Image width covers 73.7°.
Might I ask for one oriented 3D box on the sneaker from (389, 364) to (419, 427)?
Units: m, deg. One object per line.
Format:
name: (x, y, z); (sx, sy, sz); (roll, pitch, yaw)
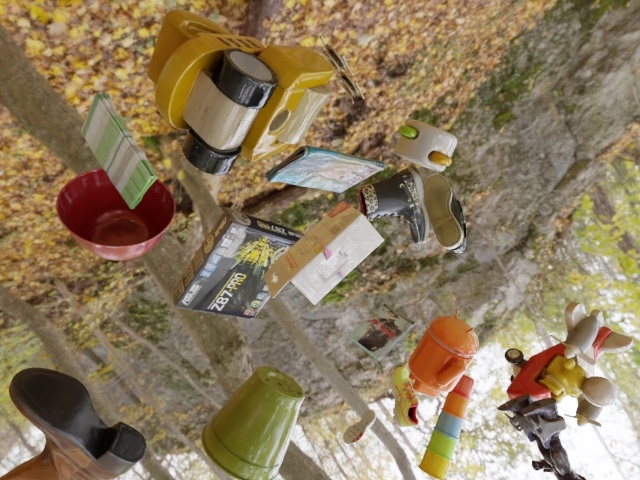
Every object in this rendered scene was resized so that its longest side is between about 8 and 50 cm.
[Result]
sneaker: (0.299, 0.534, 1.462); (0.081, 0.208, 0.094); (2, 169, -36)

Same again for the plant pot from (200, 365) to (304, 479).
plant pot: (-0.252, 0.739, 1.798); (0.353, 0.366, 0.366); (-61, -165, 1)

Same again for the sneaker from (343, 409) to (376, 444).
sneaker: (0.155, 0.713, 1.617); (0.158, 0.065, 0.061); (-40, -124, -8)

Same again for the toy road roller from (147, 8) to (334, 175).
toy road roller: (-0.156, -0.291, 0.791); (0.202, 0.240, 0.329); (-51, 169, 35)

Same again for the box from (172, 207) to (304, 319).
box: (-0.276, 0.096, 1.476); (0.395, 0.318, 0.097); (-51, -138, 22)

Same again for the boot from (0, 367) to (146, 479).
boot: (-0.499, 0.375, 0.771); (0.280, 0.264, 0.096); (-36, -153, 17)

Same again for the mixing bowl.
mixing bowl: (-0.352, -0.032, 0.751); (0.181, 0.181, 0.098); (-42, 165, -40)

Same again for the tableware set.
tableware set: (0.055, -0.494, 1.264); (0.039, 0.194, 0.128); (-40, -123, 5)

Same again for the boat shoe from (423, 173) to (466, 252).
boat shoe: (0.471, -0.097, 1.595); (0.127, 0.113, 0.340); (-32, -133, 24)

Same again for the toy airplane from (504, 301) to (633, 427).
toy airplane: (0.814, 0.398, 1.331); (0.384, 0.386, 0.272); (-66, -159, 15)

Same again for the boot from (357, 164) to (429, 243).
boot: (0.208, -0.080, 1.220); (0.179, 0.236, 0.085); (-19, -155, -9)

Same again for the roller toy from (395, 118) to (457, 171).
roller toy: (0.369, -0.325, 1.502); (0.146, 0.209, 0.191); (-69, 166, 17)

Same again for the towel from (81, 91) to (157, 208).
towel: (-0.315, -0.137, 0.668); (0.113, 0.152, 0.023); (-32, -179, 45)

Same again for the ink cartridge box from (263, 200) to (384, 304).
ink cartridge box: (0.000, 0.030, 0.735); (0.198, 0.067, 0.115); (-42, -159, 1)

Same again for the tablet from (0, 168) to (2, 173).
tablet: (-0.728, -0.140, 0.902); (0.006, 0.083, 0.054); (108, -8, -52)

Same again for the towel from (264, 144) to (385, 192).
towel: (0.019, -0.252, 1.570); (0.370, 0.040, 0.271); (4, 162, -37)

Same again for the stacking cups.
stacking cups: (0.406, 0.575, 1.338); (0.096, 0.096, 0.316); (-1, -120, 63)

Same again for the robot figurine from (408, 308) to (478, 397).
robot figurine: (0.300, 0.279, 1.045); (0.158, 0.128, 0.219); (-3, 122, -58)

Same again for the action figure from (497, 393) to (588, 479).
action figure: (0.504, 0.476, 0.910); (0.099, 0.285, 0.185); (-26, 173, -5)

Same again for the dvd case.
dvd case: (0.131, 0.193, 0.912); (0.119, 0.013, 0.087); (-34, -134, -28)

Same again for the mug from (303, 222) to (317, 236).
mug: (-0.002, -0.001, 1.135); (0.062, 0.064, 0.078); (-18, -119, 48)
